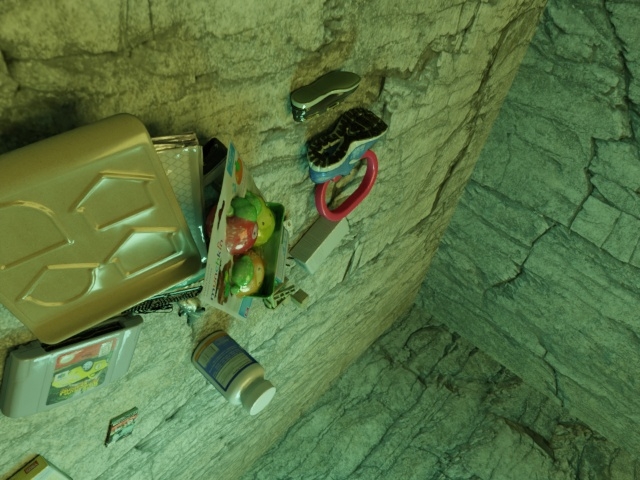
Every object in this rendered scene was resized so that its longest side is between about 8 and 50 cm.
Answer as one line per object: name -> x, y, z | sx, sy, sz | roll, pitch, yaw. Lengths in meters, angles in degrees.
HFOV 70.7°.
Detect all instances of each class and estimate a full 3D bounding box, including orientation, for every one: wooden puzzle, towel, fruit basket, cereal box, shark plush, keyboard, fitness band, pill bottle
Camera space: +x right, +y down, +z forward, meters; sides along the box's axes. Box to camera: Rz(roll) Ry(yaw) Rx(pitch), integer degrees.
wooden puzzle -> -0.401, -0.014, 0.761 | 0.322, 0.080, 0.347 | -27, 137, -18
towel -> -0.375, -0.033, 0.865 | 0.317, 0.053, 0.331 | -17, 138, -27
fruit basket -> -0.165, 0.001, 0.994 | 0.353, 0.166, 0.326 | 92, 4, -73
cereal box -> -0.764, 0.678, 1.187 | 0.173, 0.047, 0.240 | -38, 151, -32
shark plush -> -0.378, 0.198, 1.295 | 0.067, 0.073, 0.161 | -17, 161, -26
keyboard -> -0.389, 0.159, 1.119 | 0.192, 0.038, 0.100 | -10, 164, -33
fitness band -> 0.093, -0.196, 1.559 | 0.291, 0.054, 0.209 | -44, 144, -22
pill bottle -> -0.279, 0.435, 1.477 | 0.152, 0.272, 0.152 | -42, 153, -26

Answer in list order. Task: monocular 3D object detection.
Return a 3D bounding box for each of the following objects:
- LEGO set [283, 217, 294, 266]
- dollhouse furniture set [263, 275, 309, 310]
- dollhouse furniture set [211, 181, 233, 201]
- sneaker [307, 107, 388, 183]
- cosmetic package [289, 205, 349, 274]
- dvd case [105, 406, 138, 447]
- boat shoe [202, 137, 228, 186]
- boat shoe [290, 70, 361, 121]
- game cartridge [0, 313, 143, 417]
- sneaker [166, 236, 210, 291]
LEGO set -> -0.167, 0.051, 1.482 | 0.183, 0.060, 0.244 | -34, 140, -31
dollhouse furniture set -> -0.126, 0.233, 1.629 | 0.101, 0.161, 0.181 | -42, 152, -26
dollhouse furniture set -> -0.232, -0.138, 1.122 | 0.076, 0.059, 0.151 | -49, 176, -30
sneaker -> 0.076, -0.289, 1.399 | 0.330, 0.130, 0.147 | -38, 166, -25
cosmetic package -> 0.000, 0.000, 1.653 | 0.231, 0.086, 0.117 | -51, 155, -14
dvd case -> -0.606, 0.571, 1.376 | 0.087, 0.013, 0.119 | -18, 136, -53
boat shoe -> -0.290, -0.134, 0.965 | 0.229, 0.080, 0.076 | -40, 125, -7
boat shoe -> 0.014, -0.381, 1.191 | 0.228, 0.081, 0.068 | -32, 151, -28
game cartridge -> -0.562, 0.288, 1.042 | 0.294, 0.060, 0.196 | -13, 137, -56
sneaker -> -0.297, 0.068, 1.167 | 0.302, 0.108, 0.120 | -32, 143, -43
